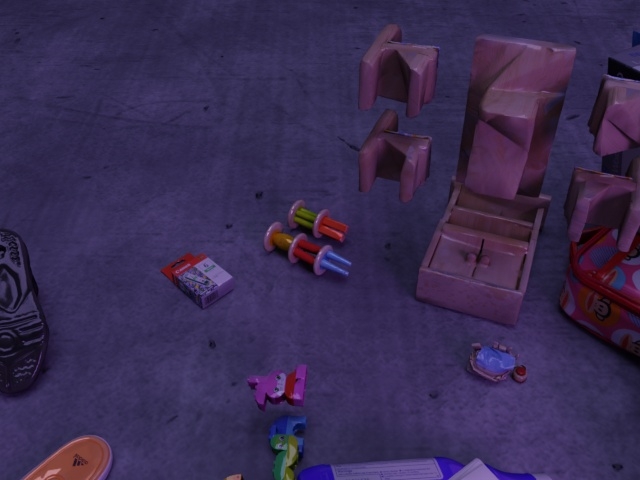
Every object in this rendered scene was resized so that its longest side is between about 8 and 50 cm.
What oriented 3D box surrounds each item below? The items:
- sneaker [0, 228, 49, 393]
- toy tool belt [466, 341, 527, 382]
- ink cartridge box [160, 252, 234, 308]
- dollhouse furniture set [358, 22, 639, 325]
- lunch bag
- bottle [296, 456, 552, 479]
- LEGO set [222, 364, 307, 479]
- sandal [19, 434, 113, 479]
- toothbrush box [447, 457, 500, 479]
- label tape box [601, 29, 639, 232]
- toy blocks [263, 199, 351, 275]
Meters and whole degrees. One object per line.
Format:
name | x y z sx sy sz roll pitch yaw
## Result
sneaker | -0.437 0.109 0.917 0.087 0.130 0.227 -13 72 -21
toy tool belt | 0.245 0.166 0.882 0.083 0.051 0.052 12 44 11
ink cartridge box | -0.197 0.053 1.011 0.115 0.029 0.063 35 53 30
dollhouse furniture set | 0.263 -0.114 0.929 0.362 0.394 0.256 14 44 17
lunch bag | 0.509 0.048 0.976 0.293 0.120 0.258 -31 48 -32
bottle | 0.115 0.293 0.690 0.283 0.118 0.092 -1 23 -10
LEGO set | -0.071 0.264 0.750 0.093 0.087 0.227 2 49 5
sandal | -0.345 0.303 0.703 0.102 0.076 0.265 22 47 21
toothbrush box | 0.136 0.348 0.514 0.122 0.283 0.206 -25 50 -26
label tape box | 0.492 -0.150 0.949 0.106 0.240 0.333 -11 30 0
toy blocks | 0.000 0.000 1.055 0.148 0.054 0.123 24 48 23
